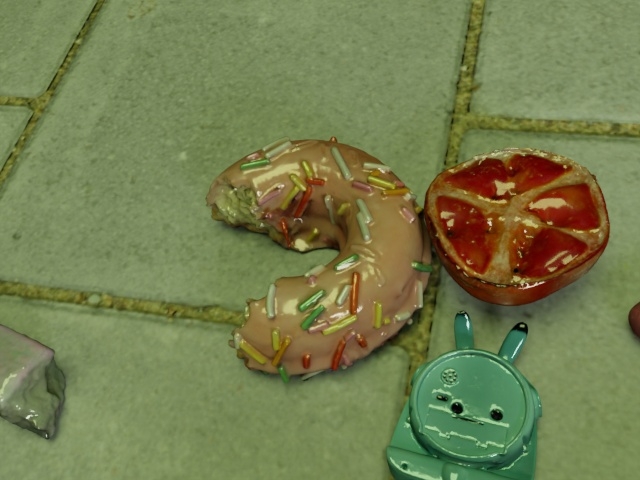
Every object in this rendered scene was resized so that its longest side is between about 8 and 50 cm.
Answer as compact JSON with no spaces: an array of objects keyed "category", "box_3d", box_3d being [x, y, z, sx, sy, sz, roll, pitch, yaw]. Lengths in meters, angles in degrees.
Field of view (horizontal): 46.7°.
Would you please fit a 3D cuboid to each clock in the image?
[{"category":"clock","box_3d":[0.117,0.127,0.572,0.108,0.045,0.147,10,59,17]}]

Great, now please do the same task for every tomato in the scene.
[{"category":"tomato","box_3d":[0.167,-0.006,0.636,0.156,0.069,0.155,-6,51,7]}]

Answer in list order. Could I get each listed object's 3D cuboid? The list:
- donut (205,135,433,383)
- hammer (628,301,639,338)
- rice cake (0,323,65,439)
[{"category":"donut","box_3d":[0.000,0.000,0.660,0.199,0.085,0.233,-17,56,-1]},{"category":"hammer","box_3d":[0.286,0.052,0.590,0.083,0.043,0.043,-31,56,-12]},{"category":"rice cake","box_3d":[-0.396,0.075,0.706,0.399,0.064,0.070,19,56,23]}]
